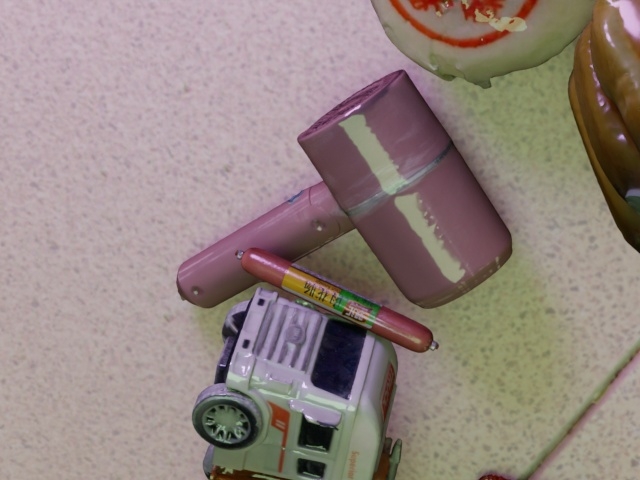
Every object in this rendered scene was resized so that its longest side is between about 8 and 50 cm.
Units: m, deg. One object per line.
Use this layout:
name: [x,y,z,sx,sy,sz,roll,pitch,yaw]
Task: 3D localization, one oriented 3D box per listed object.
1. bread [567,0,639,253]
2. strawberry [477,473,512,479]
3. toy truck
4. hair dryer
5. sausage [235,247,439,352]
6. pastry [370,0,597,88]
bread: [0.339,-0.093,1.640,0.300,0.341,0.210,45,77,5]
strawberry: [0.224,0.296,1.955,0.152,0.048,0.104,43,120,12]
toy truck: [-0.028,0.248,1.897,0.207,0.173,0.387,12,126,3]
hair dryer: [0.000,0.000,1.887,0.352,0.125,0.210,-29,101,30]
sausage: [0.015,0.057,1.829,0.223,0.029,0.029,25,112,14]
pastry: [0.155,-0.272,1.729,0.265,0.133,0.264,6,111,15]
